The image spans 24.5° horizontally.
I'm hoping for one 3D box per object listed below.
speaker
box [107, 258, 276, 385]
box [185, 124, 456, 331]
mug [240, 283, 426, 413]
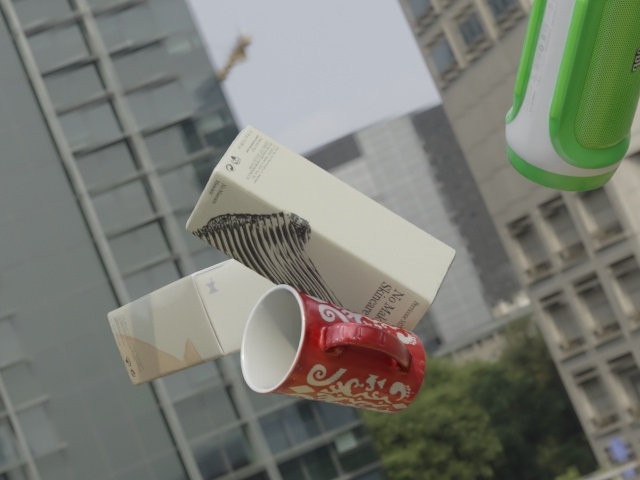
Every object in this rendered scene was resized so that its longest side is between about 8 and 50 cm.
[{"bbox_3d":[0.255,-0.196,1.383,0.131,0.131,0.296,-18,-46,-31],"label":"speaker"},{"bbox_3d":[-0.169,0.111,2.101,0.148,0.121,0.311,-19,-2,-31],"label":"box"},{"bbox_3d":[0.000,0.000,1.620,0.094,0.275,0.113,-59,-1,-45],"label":"box"},{"bbox_3d":[0.026,0.126,1.520,0.169,0.113,0.150,18,7,-33],"label":"mug"}]
